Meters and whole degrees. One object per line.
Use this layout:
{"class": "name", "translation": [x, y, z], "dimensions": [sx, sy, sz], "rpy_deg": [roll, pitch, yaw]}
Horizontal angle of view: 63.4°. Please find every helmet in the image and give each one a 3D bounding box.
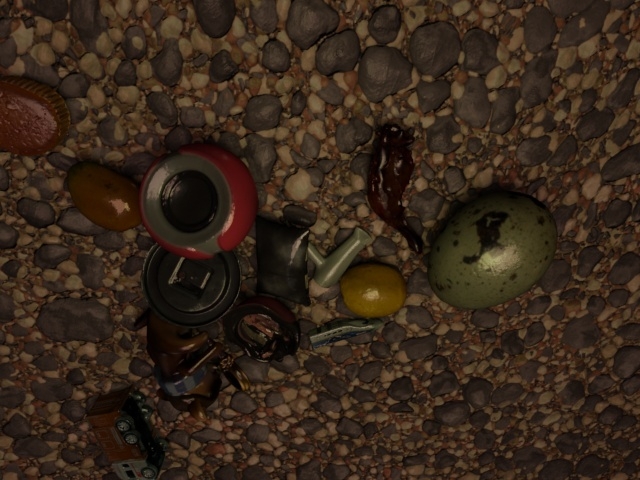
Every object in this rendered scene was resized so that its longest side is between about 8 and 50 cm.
{"class": "helmet", "translation": [-0.162, 0.244, 1.528], "dimensions": [0.199, 0.154, 0.253], "rpy_deg": [-20, 118, 16]}

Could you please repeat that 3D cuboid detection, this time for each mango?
{"class": "mango", "translation": [-0.561, -0.111, 1.358], "dimensions": [0.221, 0.120, 0.151], "rpy_deg": [27, 105, -9]}

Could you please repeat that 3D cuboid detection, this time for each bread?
{"class": "bread", "translation": [-0.726, -0.300, 1.266], "dimensions": [0.199, 0.104, 0.199], "rpy_deg": [-2, 116, -4]}

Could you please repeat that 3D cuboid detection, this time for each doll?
{"class": "doll", "translation": [-0.392, 0.354, 1.551], "dimensions": [0.318, 0.209, 0.339], "rpy_deg": [2, 116, 29]}

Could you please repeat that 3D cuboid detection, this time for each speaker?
{"class": "speaker", "translation": [-0.311, -0.095, 1.308], "dimensions": [0.295, 0.294, 0.294], "rpy_deg": [-2, 113, -5]}

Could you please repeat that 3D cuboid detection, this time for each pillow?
{"class": "pillow", "translation": [-0.110, 0.060, 1.472], "dimensions": [0.186, 0.106, 0.249], "rpy_deg": [12, 116, 27]}

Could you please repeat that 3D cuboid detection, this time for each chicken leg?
{"class": "chicken leg", "translation": [0.207, -0.127, 1.449], "dimensions": [0.158, 0.096, 0.406], "rpy_deg": [-25, 117, -16]}

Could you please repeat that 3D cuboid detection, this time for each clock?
{"class": "clock", "translation": [-0.355, 0.102, 1.442], "dimensions": [0.281, 0.055, 0.280], "rpy_deg": [0, 86, 0]}

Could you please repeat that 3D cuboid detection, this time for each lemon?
{"class": "lemon", "translation": [0.157, 0.145, 1.518], "dimensions": [0.208, 0.170, 0.169], "rpy_deg": [1, 113, -8]}

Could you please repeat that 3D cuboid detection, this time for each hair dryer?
{"class": "hair dryer", "translation": [0.000, 0.000, 1.504], "dimensions": [0.237, 0.075, 0.206], "rpy_deg": [38, 98, -11]}

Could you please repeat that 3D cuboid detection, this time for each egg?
{"class": "egg", "translation": [0.468, 0.033, 1.436], "dimensions": [0.288, 0.287, 0.379], "rpy_deg": [34, 120, -18]}

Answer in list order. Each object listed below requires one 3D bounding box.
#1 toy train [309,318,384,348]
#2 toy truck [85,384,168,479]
{"class": "toy train", "translation": [0.082, 0.278, 1.627], "dimensions": [0.234, 0.052, 0.051], "rpy_deg": [-18, 109, 2]}
{"class": "toy truck", "translation": [-0.621, 0.634, 1.667], "dimensions": [0.163, 0.136, 0.305], "rpy_deg": [-13, 112, 7]}
